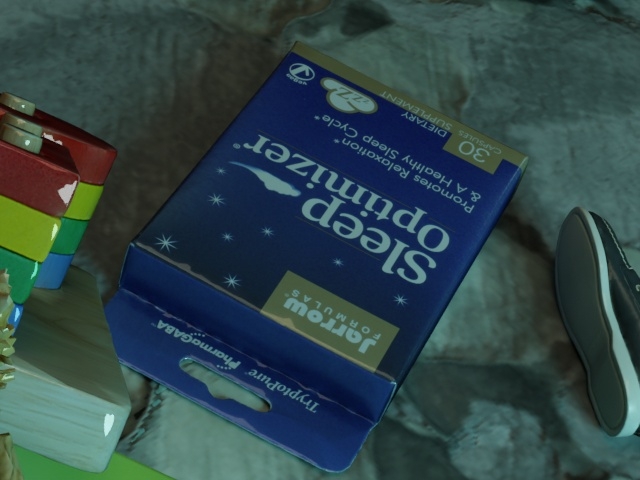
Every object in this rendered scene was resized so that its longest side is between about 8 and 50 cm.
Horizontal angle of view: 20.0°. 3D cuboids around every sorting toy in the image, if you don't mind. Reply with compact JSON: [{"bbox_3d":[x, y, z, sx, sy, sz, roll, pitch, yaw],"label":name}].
[{"bbox_3d":[-0.186,-0.033,0.656,0.257,0.089,0.255,23,4,-12],"label":"sorting toy"}]

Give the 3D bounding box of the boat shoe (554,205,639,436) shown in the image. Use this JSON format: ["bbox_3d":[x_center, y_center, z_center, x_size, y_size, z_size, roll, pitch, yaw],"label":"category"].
[{"bbox_3d":[0.144,0.038,0.869,0.038,0.046,0.125,3,49,-18],"label":"boat shoe"}]

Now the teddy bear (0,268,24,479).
[{"bbox_3d":[-0.109,0.148,0.449,0.245,0.113,0.338,-35,66,-28],"label":"teddy bear"}]

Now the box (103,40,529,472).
[{"bbox_3d":[0.000,0.000,0.861,0.136,0.036,0.225,27,45,7],"label":"box"}]

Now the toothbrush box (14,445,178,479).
[{"bbox_3d":[-0.184,0.140,0.587,0.283,0.122,0.206,24,43,5],"label":"toothbrush box"}]
